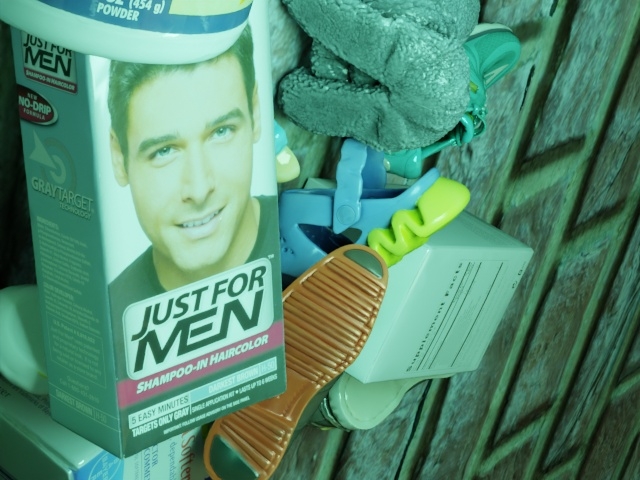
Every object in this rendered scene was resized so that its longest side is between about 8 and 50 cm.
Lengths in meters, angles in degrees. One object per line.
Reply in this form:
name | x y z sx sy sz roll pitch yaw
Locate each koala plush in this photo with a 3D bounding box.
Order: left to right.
koala plush | 0.093 -0.215 1.815 0.221 0.203 0.196 -50 156 -42

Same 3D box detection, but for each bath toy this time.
bath toy | -0.172 0.014 1.663 0.348 0.151 0.129 -46 -173 -22

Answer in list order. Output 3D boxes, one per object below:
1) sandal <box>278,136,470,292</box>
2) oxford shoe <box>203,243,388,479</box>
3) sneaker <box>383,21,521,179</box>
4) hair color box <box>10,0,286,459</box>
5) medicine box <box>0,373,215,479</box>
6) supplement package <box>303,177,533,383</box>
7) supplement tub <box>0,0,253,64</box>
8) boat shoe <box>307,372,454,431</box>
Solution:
sandal | 0.000 0.000 1.873 0.317 0.138 0.126 -38 178 13
oxford shoe | -0.025 0.121 1.750 0.271 0.097 0.098 -55 174 0
sneaker | 0.148 -0.153 2.040 0.275 0.110 0.107 -40 149 -33
hair color box | -0.139 -0.025 1.509 0.185 0.114 0.374 -20 117 -37
medicine box | -0.190 0.193 1.787 0.289 0.149 0.263 -37 147 -35
supplement package | 0.087 0.045 2.071 0.293 0.177 0.175 2 116 -60
supplement tub | -0.123 -0.308 1.269 0.228 0.228 0.316 -18 133 -53
boat shoe | 0.092 0.151 2.288 0.324 0.097 0.116 -34 105 -45
